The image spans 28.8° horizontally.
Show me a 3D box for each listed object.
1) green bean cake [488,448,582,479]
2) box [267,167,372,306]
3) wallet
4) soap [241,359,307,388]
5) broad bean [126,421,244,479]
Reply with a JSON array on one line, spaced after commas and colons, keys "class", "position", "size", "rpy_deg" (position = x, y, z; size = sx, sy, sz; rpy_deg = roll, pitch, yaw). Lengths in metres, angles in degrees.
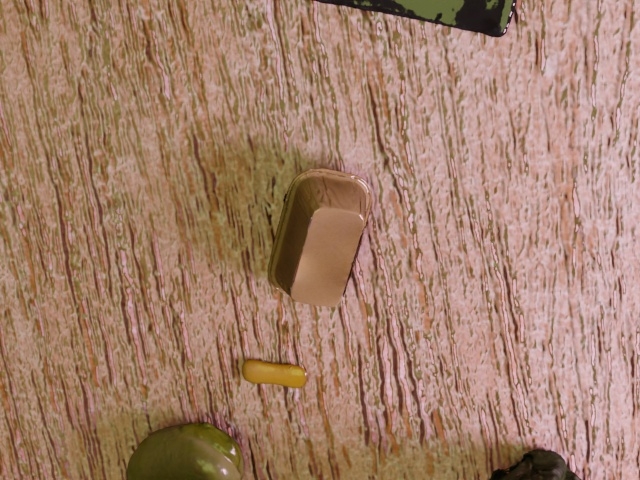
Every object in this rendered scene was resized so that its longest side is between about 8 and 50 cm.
[{"class": "green bean cake", "position": [0.294, 0.389, 1.468], "size": [0.132, 0.241, 0.255], "rpy_deg": [-39, 92, 23]}, {"class": "box", "position": [0.000, 0.000, 1.527], "size": [0.111, 0.111, 0.177], "rpy_deg": [20, 113, 10]}, {"class": "wallet", "position": [0.093, -0.331, 1.442], "size": [0.286, 0.030, 0.146], "rpy_deg": [13, 105, 11]}, {"class": "soap", "position": [-0.060, 0.174, 1.631], "size": [0.089, 0.012, 0.034], "rpy_deg": [7, 107, 14]}, {"class": "broad bean", "position": [-0.181, 0.306, 1.663], "size": [0.175, 0.082, 0.124], "rpy_deg": [-20, 101, 18]}]
